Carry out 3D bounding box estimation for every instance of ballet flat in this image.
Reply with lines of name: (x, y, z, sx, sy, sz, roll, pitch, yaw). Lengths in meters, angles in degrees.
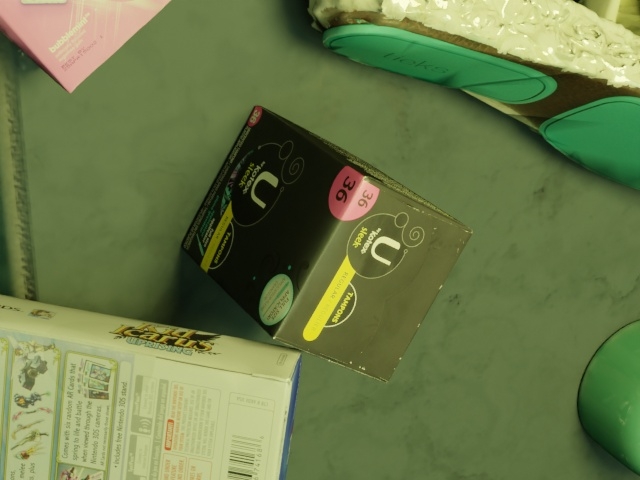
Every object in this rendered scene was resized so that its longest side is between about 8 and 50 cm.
ballet flat: (0.177, -0.146, 1.077, 0.409, 0.147, 0.147, 20, 100, -33)

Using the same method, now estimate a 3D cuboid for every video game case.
video game case: (-0.150, 0.180, 1.001, 0.244, 0.061, 0.270, 10, 109, 5)

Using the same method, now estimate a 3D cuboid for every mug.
mug: (0.311, 0.147, 1.287, 0.157, 0.097, 0.129, 20, 100, -33)

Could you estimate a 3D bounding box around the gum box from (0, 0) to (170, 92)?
gum box: (-0.136, -0.190, 0.922, 0.188, 0.062, 0.107, -44, 124, -6)

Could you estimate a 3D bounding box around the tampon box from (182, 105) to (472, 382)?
tampon box: (0.000, 0.000, 1.018, 0.101, 0.161, 0.120, 24, 97, -34)
